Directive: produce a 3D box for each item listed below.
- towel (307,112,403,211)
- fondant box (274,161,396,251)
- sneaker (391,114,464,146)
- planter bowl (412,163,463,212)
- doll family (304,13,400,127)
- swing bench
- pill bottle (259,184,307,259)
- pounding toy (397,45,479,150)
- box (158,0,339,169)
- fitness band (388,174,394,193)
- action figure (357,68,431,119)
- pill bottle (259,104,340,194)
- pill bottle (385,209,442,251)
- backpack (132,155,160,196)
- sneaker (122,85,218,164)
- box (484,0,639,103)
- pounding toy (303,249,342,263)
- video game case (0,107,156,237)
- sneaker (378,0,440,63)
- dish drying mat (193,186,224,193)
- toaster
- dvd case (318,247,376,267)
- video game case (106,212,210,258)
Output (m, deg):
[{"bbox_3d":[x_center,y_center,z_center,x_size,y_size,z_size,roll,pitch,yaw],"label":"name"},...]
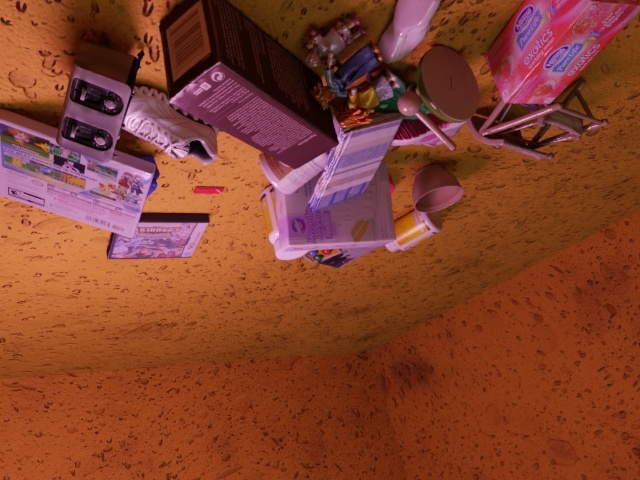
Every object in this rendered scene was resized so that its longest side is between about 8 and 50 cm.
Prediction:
[{"bbox_3d":[0.085,-0.200,1.411,0.209,0.034,0.285,-22,152,-35],"label":"towel"},{"bbox_3d":[0.040,-0.099,1.585,0.330,0.239,0.096,-3,171,-20],"label":"fondant box"},{"bbox_3d":[0.282,-0.296,1.490,0.252,0.103,0.111,-13,154,-4],"label":"sneaker"},{"bbox_3d":[0.366,-0.178,1.789,0.161,0.109,0.162,-13,156,-6],"label":"planter bowl"},{"bbox_3d":[0.067,-0.334,1.180,0.163,0.118,0.263,-36,138,10],"label":"doll family"},{"bbox_3d":[0.586,-0.330,1.517,0.253,0.165,0.254,4,150,-37],"label":"swing bench"},{"bbox_3d":[-0.106,-0.056,1.657,0.119,0.209,0.119,-12,156,-5],"label":"pill bottle"},{"bbox_3d":[0.261,-0.328,1.293,0.183,0.237,0.110,40,150,-18],"label":"pounding toy"},{"bbox_3d":[-0.132,-0.309,1.121,0.143,0.191,0.381,-27,153,28],"label":"box"},{"bbox_3d":[0.096,-0.145,1.784,0.290,0.054,0.209,-12,153,-9],"label":"fitness band"},{"bbox_3d":[0.197,-0.350,1.373,0.232,0.064,0.137,9,145,-35],"label":"action figure"},{"bbox_3d":[-0.032,-0.232,1.403,0.229,0.131,0.131,-35,150,19],"label":"pill bottle"},{"bbox_3d":[0.338,-0.040,2.063,0.215,0.117,0.117,-32,151,33],"label":"pill bottle"},{"bbox_3d":[-0.470,-0.145,1.377,0.120,0.101,0.097,-30,163,38],"label":"backpack"},{"bbox_3d":[-0.346,-0.249,1.217,0.292,0.119,0.110,10,148,-41],"label":"sneaker"},{"bbox_3d":[0.518,-0.457,1.221,0.142,0.154,0.300,-5,155,-21],"label":"box"},{"bbox_3d":[0.006,-0.005,1.975,0.180,0.094,0.206,-21,156,13],"label":"pounding toy"},{"bbox_3d":[-0.571,-0.139,1.280,0.328,0.036,0.300,20,144,-16],"label":"video game case"},{"bbox_3d":[0.202,-0.457,1.149,0.094,0.080,0.212,-16,166,-27],"label":"sneaker"},{"bbox_3d":[-0.321,-0.143,1.590,0.083,0.008,0.032,-2,154,-27],"label":"dish drying mat"},{"bbox_3d":[-0.411,-0.267,1.034,0.110,0.186,0.168,17,123,-23],"label":"toaster"},{"bbox_3d":[0.105,0.040,2.210,0.238,0.030,0.179,-30,152,30],"label":"dvd case"},{"bbox_3d":[-0.512,-0.010,1.736,0.274,0.035,0.248,-1,153,-29],"label":"video game case"}]
